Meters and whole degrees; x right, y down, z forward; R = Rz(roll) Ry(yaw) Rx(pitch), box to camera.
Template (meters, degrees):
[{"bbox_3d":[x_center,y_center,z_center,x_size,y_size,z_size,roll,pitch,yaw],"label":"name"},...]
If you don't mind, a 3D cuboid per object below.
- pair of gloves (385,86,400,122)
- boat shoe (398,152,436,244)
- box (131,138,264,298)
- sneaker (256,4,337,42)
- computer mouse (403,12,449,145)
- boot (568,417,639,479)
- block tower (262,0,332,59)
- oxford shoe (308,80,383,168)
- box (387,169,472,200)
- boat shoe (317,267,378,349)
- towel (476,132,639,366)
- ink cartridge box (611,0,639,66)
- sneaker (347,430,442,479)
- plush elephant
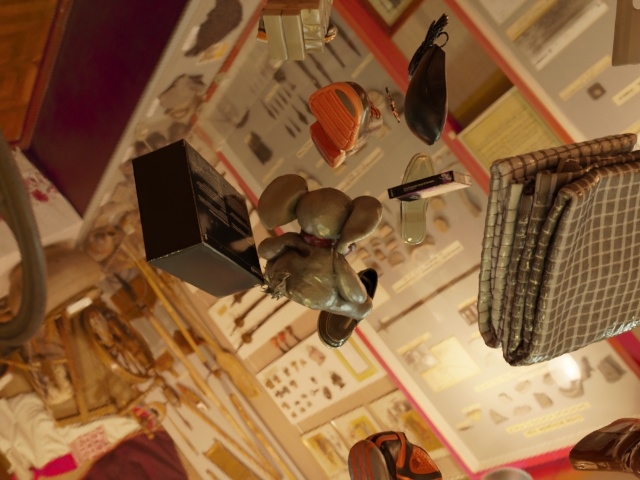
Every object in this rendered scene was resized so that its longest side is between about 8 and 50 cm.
[{"bbox_3d":[0.176,-0.329,1.426,0.010,0.083,0.074,-20,157,14],"label":"pair of gloves"},{"bbox_3d":[0.257,-0.118,1.589,0.095,0.255,0.079,-4,-157,-3],"label":"boat shoe"},{"bbox_3d":[-0.200,-0.023,1.002,0.103,0.185,0.261,-21,158,8],"label":"box"},{"bbox_3d":[-0.051,-0.514,1.398,0.214,0.083,0.084,-12,-155,-32],"label":"sneaker"},{"bbox_3d":[0.213,-0.324,1.238,0.072,0.273,0.188,7,154,-8],"label":"computer mouse"},{"bbox_3d":[0.573,0.310,0.951,0.264,0.096,0.280,-33,166,-12],"label":"boot"},{"bbox_3d":[-0.024,-0.463,1.038,0.097,0.090,0.336,83,13,-57],"label":"block tower"},{"bbox_3d":[0.060,-0.256,1.195,0.132,0.130,0.363,-34,180,-7],"label":"oxford shoe"},{"bbox_3d":[0.250,-0.121,1.342,0.162,0.029,0.116,-13,173,33],"label":"box"},{"bbox_3d":[0.088,0.192,1.752,0.099,0.116,0.319,-50,-179,42],"label":"boat shoe"},{"bbox_3d":[0.341,0.016,0.776,0.234,0.284,0.121,-12,-152,-21],"label":"towel"},{"bbox_3d":[0.632,-0.421,0.858,0.091,0.309,0.385,-5,-168,-25],"label":"ink cartridge box"},{"bbox_3d":[0.167,0.528,1.130,0.180,0.322,0.124,-2,173,-40],"label":"sneaker"},{"bbox_3d":[0.000,0.000,1.224,0.256,0.271,0.330,-63,161,4],"label":"plush elephant"}]
